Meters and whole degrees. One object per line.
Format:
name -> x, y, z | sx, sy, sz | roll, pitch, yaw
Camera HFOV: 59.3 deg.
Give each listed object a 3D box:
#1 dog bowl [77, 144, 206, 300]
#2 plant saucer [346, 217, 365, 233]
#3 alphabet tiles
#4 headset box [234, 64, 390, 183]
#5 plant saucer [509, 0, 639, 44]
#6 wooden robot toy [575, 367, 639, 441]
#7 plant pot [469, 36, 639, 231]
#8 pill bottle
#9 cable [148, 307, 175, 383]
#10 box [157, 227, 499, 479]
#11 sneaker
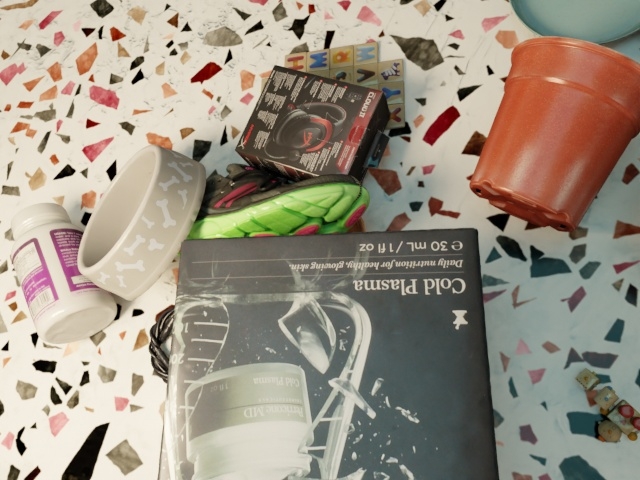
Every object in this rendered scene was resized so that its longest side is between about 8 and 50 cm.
dog bowl -> -0.387, -0.048, 1.186 | 0.349, 0.102, 0.348 | -32, 41, 33
plant saucer -> 0.000, 0.000, 1.188 | 0.200, 0.037, 0.199 | -5, 72, 14
alphabet tiles -> 0.021, -0.319, 1.292 | 0.343, 0.011, 0.285 | -3, 73, 15
headset box -> -0.001, -0.228, 1.205 | 0.293, 0.110, 0.218 | 19, 80, 21
plant saucer -> 0.559, -0.538, 1.183 | 0.318, 0.044, 0.317 | -4, 73, 15
wooden robot toy -> 0.489, 0.302, 0.939 | 0.079, 0.076, 0.173 | -49, 67, 10
plant pot -> 0.415, -0.174, 1.011 | 0.273, 0.272, 0.265 | 27, 90, 22
pill bottle -> -0.591, 0.067, 1.271 | 0.169, 0.169, 0.301 | -33, 68, 5
cable -> -0.303, 0.231, 1.202 | 0.151, 0.047, 0.184 | -5, 73, 15
box -> 0.022, 0.250, 0.923 | 0.480, 0.297, 0.471 | -3, 71, 8
sneaker -> -0.132, -0.079, 1.138 | 0.483, 0.185, 0.202 | -8, 64, 29
